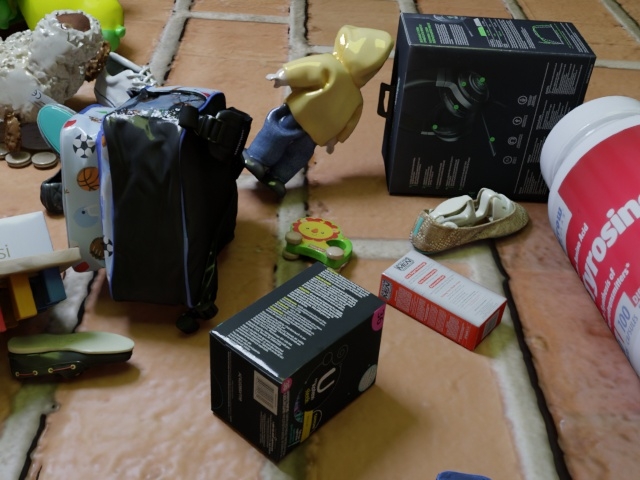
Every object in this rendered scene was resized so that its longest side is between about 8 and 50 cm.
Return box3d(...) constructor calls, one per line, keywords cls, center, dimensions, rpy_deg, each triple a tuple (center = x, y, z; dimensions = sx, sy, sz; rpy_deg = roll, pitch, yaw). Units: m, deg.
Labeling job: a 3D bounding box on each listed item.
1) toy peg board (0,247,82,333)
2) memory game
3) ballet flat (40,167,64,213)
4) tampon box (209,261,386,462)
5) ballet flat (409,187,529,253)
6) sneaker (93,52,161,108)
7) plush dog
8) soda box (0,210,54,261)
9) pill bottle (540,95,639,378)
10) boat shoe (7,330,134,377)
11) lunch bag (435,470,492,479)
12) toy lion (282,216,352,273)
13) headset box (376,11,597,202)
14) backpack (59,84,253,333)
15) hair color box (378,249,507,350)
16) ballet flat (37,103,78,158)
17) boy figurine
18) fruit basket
box3d(cls="toy peg board", center=(-0.353, 0.076, 0.823), dimensions=(0.160, 0.079, 0.161), rpy_deg=(-12, -6, -39))
box3d(cls="memory game", center=(-0.442, -0.166, 1.229), dimensions=(0.186, 0.012, 0.186), rpy_deg=(2, 37, -2))
box3d(cls="ballet flat", center=(-0.357, -0.101, 1.119), dimensions=(0.057, 0.049, 0.173), rpy_deg=(9, 37, 2))
box3d(cls="tampon box", center=(-0.022, 0.122, 0.797), dimensions=(0.101, 0.120, 0.161), rpy_deg=(30, 44, 31))
box3d(cls="ballet flat", center=(0.219, -0.035, 1.080), dimensions=(0.206, 0.067, 0.073), rpy_deg=(-18, 41, -28))
box3d(cls="sneaker", center=(-0.299, -0.239, 1.276), dimensions=(0.258, 0.091, 0.094), rpy_deg=(30, 44, 30))
box3d(cls="plush dog", center=(-0.458, -0.265, 1.224), dimensions=(0.262, 0.211, 0.225), rpy_deg=(0, 19, 0))
box3d(cls="soda box", center=(-0.427, 0.026, 0.888), dimensions=(0.216, 0.074, 0.069), rpy_deg=(-15, 85, -31))
box3d(cls="pill bottle", center=(0.419, -0.009, 0.934), dimensions=(0.229, 0.229, 0.408), rpy_deg=(-1, 37, -7))
box3d(cls="boat shoe", center=(-0.270, 0.126, 0.834), dimensions=(0.133, 0.042, 0.049), rpy_deg=(-2, 17, -9))
box3d(cls="lunch bag", center=(0.126, 0.262, 0.673), dimensions=(0.067, 0.065, 0.098), rpy_deg=(14, 33, -14))
box3d(cls="toy lion", center=(0.000, 0.000, 1.043), dimensions=(0.100, 0.034, 0.096), rpy_deg=(21, 32, 20))
box3d(cls="headset box", center=(0.229, -0.197, 1.152), dimensions=(0.283, 0.246, 0.131), rpy_deg=(2, 36, -2))
box3d(cls="backpack", center=(-0.192, -0.069, 0.946), dimensions=(0.213, 0.277, 0.263), rpy_deg=(11, 24, 7))
box3d(cls="hair color box", center=(0.150, 0.071, 0.949), dimensions=(0.141, 0.043, 0.072), rpy_deg=(30, 43, 28))
box3d(cls="ballet flat", center=(-0.327, -0.124, 1.106), dimensions=(0.188, 0.070, 0.070), rpy_deg=(43, 44, 2))
box3d(cls="boy figurine", center=(-0.010, -0.204, 1.111), dimensions=(0.285, 0.177, 0.092), rpy_deg=(-51, 46, 2))
box3d(cls="fruit basket", center=(-0.550, -0.479, 1.497), dimensions=(0.392, 0.283, 0.392), rpy_deg=(20, 57, -35))
